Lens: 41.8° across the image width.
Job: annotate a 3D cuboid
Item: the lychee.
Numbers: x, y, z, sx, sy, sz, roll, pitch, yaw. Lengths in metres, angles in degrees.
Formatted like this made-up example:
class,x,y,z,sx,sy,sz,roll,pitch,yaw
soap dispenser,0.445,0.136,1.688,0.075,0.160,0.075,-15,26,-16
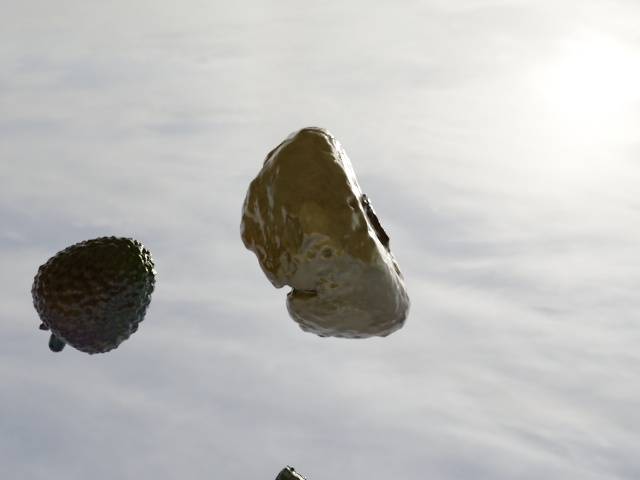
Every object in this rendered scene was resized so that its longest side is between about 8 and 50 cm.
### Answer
class,x,y,z,sx,sy,sz,roll,pitch,yaw
lychee,-0.227,0.056,0.837,0.146,0.114,0.114,-39,-159,15

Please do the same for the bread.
class,x,y,z,sx,sy,sz,roll,pitch,yaw
bread,0.000,0.000,0.916,0.134,0.244,0.244,-28,-155,6

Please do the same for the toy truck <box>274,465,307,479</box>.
class,x,y,z,sx,sy,sz,roll,pitch,yaw
toy truck,-0.011,0.253,0.797,0.083,0.039,0.044,34,-134,8
